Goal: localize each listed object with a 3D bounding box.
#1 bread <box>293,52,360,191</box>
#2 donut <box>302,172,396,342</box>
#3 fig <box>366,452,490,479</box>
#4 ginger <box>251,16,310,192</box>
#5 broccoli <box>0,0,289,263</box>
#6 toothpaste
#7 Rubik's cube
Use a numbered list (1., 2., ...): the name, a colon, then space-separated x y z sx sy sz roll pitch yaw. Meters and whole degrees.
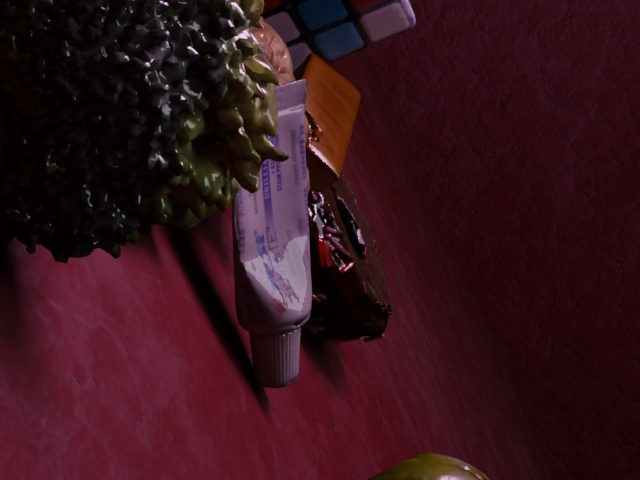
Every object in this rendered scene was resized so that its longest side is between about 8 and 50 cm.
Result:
1. bread: -0.006 -0.134 1.491 0.088 0.049 0.226 43 25 -13
2. donut: 0.000 0.000 1.569 0.270 0.103 0.270 61 11 -21
3. fig: 0.100 0.328 1.268 0.275 0.206 0.206 96 -20 -59
4. ginger: -0.083 -0.135 1.339 0.190 0.126 0.354 36 23 -17
5. broccoli: -0.134 -0.104 0.913 0.353 0.275 0.397 -69 160 -50
6. toothpaste: -0.042 0.000 1.208 0.099 0.068 0.282 -73 164 -70
7. Rubik's cube: -0.063 -0.365 1.575 0.256 0.253 0.259 54 15 -55
